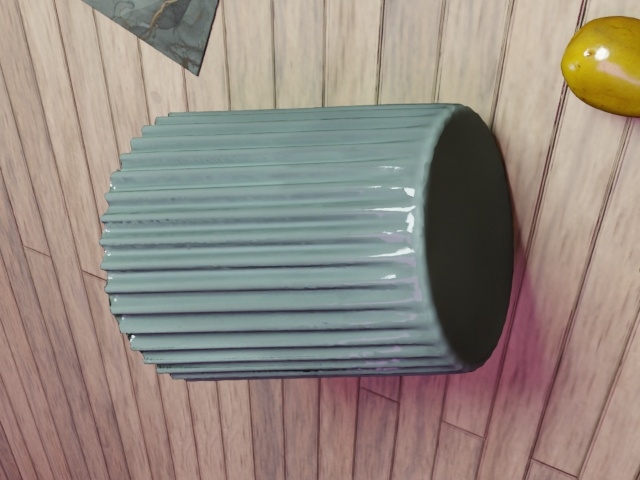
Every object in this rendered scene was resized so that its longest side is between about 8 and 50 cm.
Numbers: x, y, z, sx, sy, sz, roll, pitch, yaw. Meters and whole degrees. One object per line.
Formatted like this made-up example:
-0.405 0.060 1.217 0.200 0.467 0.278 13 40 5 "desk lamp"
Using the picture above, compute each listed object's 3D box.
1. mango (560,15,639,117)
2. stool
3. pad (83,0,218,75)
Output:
0.259 -0.141 0.705 0.114 0.060 0.080 15 135 19 "mango"
0.000 0.000 0.852 0.330 0.297 0.297 -3 123 31 "stool"
-0.257 -0.366 0.917 0.367 0.007 0.248 35 137 6 "pad"
